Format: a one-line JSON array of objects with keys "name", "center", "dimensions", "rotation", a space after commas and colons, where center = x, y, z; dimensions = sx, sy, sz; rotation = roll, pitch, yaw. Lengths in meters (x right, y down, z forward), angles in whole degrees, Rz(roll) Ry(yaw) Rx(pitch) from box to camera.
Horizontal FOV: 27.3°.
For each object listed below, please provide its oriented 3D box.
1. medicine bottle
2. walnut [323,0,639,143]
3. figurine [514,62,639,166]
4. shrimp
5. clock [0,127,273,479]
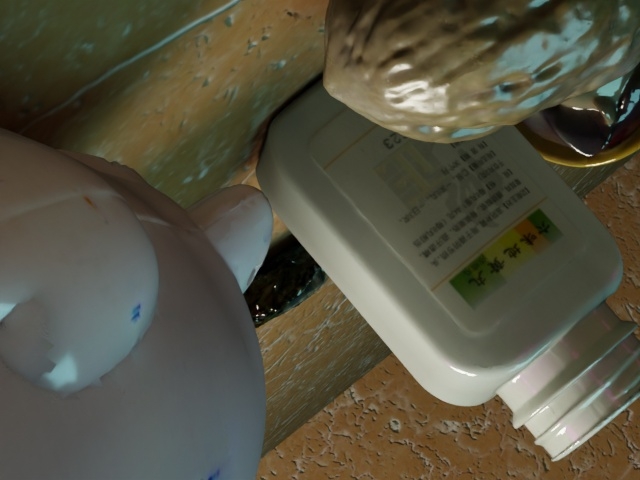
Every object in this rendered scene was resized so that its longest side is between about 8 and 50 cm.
[{"name": "medicine bottle", "center": [0.110, 0.008, 0.990], "dimensions": [0.179, 0.324, 0.124], "rotation": [-36, 167, -25]}, {"name": "walnut", "center": [0.102, -0.147, 0.799], "dimensions": [0.230, 0.178, 0.178], "rotation": [-30, 167, -9]}, {"name": "figurine", "center": [0.224, -0.166, 1.080], "dimensions": [0.257, 0.167, 0.192], "rotation": [54, 47, -78]}, {"name": "shrimp", "center": [0.000, 0.000, 1.290], "dimensions": [0.290, 0.054, 0.222], "rotation": [-37, 170, -39]}, {"name": "clock", "center": [-0.174, 0.108, 0.596], "dimensions": [0.368, 0.250, 0.376], "rotation": [-47, 168, 28]}]
